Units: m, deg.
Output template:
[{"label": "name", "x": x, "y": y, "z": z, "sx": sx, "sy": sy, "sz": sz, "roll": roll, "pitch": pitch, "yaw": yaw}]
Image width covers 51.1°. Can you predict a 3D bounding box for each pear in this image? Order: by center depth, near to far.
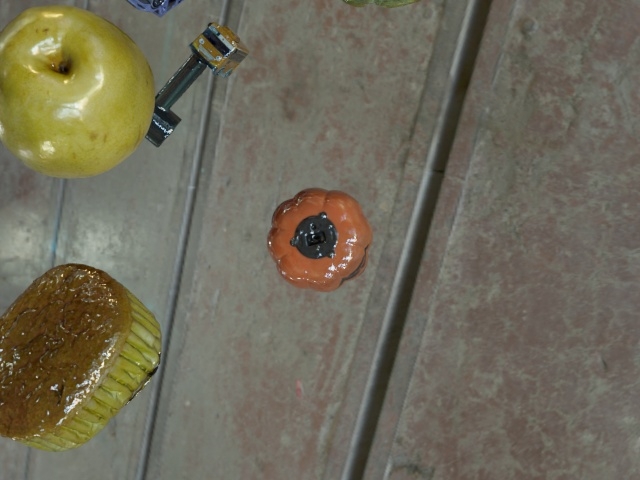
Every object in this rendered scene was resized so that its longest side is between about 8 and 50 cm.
[{"label": "pear", "x": -0.449, "y": -0.260, "z": 1.209, "sx": 0.314, "sy": 0.314, "sz": 0.314, "roll": 2, "pitch": 92, "yaw": 43}]

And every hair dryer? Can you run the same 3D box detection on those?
[{"label": "hair dryer", "x": -0.462, "y": -0.446, "z": 1.889, "sx": 0.302, "sy": 0.244, "sz": 0.116, "roll": -42, "pitch": 20, "yaw": 18}]

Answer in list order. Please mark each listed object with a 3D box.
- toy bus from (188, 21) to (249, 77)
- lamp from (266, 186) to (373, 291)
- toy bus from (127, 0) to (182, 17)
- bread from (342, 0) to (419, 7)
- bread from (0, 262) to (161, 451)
[{"label": "toy bus", "x": -0.260, "y": -0.501, "z": 1.758, "sx": 0.114, "sy": 0.201, "sz": 0.098, "roll": -44, "pitch": 95, "yaw": 10}, {"label": "lamp", "x": 0.000, "y": 0.000, "z": 1.180, "sx": 0.188, "sy": 0.164, "sz": 0.187, "roll": -1, "pitch": 83, "yaw": 6}, {"label": "toy bus", "x": -0.370, "y": -0.650, "z": 1.641, "sx": 0.125, "sy": 0.292, "sz": 0.133, "roll": 41, "pitch": 153, "yaw": 3}, {"label": "bread", "x": 0.127, "y": -0.493, "z": 1.134, "sx": 0.186, "sy": 0.257, "sz": 0.124, "roll": 120, "pitch": 148, "yaw": -69}, {"label": "bread", "x": -0.361, "y": 0.162, "z": 0.943, "sx": 0.227, "sy": 0.142, "sz": 0.253, "roll": 31, "pitch": 68, "yaw": 27}]
